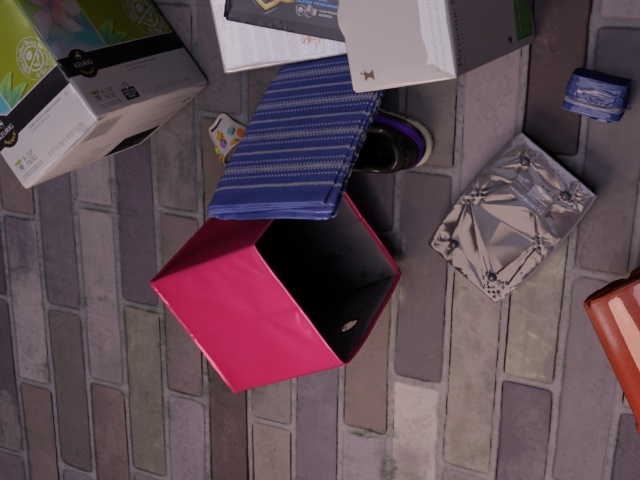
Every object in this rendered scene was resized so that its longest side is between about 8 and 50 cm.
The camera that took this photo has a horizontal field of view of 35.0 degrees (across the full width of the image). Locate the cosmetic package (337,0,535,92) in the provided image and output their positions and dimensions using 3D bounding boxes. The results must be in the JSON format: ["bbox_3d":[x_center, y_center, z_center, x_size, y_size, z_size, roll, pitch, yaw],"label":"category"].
[{"bbox_3d":[0.168,-0.336,1.412,0.155,0.365,0.197,-2,107,28],"label":"cosmetic package"}]

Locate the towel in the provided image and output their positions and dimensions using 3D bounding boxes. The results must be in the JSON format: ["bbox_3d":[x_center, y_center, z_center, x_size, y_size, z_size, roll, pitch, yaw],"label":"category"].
[{"bbox_3d":[-0.024,-0.165,1.608,0.243,0.336,0.040,-1,141,34],"label":"towel"}]

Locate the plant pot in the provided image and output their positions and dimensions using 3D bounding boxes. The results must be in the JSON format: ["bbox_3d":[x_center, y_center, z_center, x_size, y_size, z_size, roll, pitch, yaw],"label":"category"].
[{"bbox_3d":[0.536,0.158,1.481,0.272,0.272,0.265,-32,83,32],"label":"plant pot"}]

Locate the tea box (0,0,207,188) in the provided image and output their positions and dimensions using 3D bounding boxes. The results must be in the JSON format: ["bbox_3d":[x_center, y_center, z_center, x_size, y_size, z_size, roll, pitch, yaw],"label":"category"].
[{"bbox_3d":[-0.433,-0.312,1.747,0.220,0.329,0.323,-36,90,32],"label":"tea box"}]

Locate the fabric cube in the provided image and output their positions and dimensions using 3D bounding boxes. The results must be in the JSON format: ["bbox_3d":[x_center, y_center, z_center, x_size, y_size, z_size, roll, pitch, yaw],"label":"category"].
[{"bbox_3d":[-0.069,0.066,1.696,0.258,0.254,0.259,-21,112,39],"label":"fabric cube"}]

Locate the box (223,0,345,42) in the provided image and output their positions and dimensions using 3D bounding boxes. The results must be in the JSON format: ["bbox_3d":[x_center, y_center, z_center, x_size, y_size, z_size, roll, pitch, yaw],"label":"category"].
[{"bbox_3d":[0.009,-0.469,1.591,0.296,0.073,0.293,15,109,15],"label":"box"}]

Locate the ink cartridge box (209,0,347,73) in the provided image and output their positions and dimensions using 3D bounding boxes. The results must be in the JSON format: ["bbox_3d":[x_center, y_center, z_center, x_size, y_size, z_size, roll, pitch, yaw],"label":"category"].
[{"bbox_3d":[-0.070,-0.388,1.713,0.225,0.056,0.181,-8,105,10],"label":"ink cartridge box"}]

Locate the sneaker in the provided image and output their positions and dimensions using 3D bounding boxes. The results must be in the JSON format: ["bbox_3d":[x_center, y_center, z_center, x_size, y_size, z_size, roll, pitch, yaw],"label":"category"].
[{"bbox_3d":[0.028,-0.177,1.669,0.293,0.146,0.102,15,115,21],"label":"sneaker"}]

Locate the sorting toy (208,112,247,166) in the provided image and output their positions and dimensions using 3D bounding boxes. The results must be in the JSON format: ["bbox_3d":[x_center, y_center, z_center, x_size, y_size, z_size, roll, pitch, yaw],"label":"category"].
[{"bbox_3d":[-0.173,-0.187,1.836,0.083,0.045,0.075,-48,64,31],"label":"sorting toy"}]

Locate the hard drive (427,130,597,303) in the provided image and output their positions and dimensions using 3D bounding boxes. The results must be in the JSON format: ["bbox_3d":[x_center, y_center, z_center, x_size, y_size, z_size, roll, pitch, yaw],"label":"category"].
[{"bbox_3d":[0.308,-0.037,1.631,0.172,0.054,0.254,42,121,8],"label":"hard drive"}]

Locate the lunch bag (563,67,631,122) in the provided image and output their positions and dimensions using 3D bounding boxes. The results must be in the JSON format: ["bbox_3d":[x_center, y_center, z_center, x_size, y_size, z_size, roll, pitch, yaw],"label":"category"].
[{"bbox_3d":[0.414,-0.211,1.507,0.098,0.067,0.065,19,116,19],"label":"lunch bag"}]
